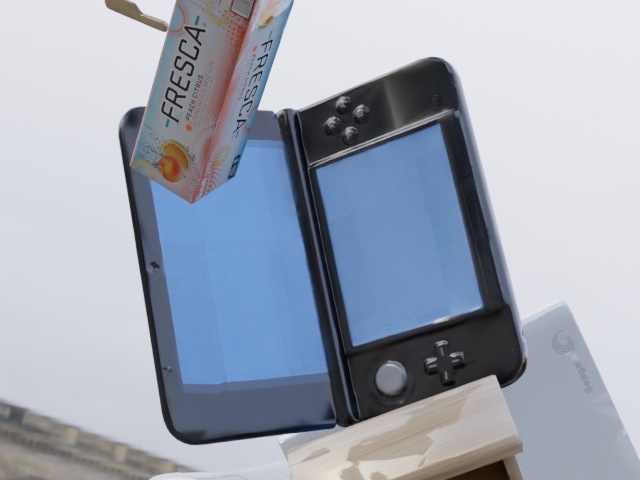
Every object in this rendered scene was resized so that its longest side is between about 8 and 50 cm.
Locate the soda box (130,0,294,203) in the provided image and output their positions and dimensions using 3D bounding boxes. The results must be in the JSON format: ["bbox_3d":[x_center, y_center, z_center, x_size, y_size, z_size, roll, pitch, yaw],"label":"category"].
[{"bbox_3d":[-0.072,-0.119,0.804,0.058,0.063,0.183,32,-55,14],"label":"soda box"}]

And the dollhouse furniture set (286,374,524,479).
[{"bbox_3d":[0.128,0.338,0.829,0.362,0.394,0.256,-21,-48,5],"label":"dollhouse furniture set"}]

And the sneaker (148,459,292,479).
[{"bbox_3d":[-0.084,0.316,1.432,0.262,0.121,0.099,6,-67,8],"label":"sneaker"}]

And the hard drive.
[{"bbox_3d":[0.139,0.214,1.135,0.307,0.203,0.040,-26,2,-6],"label":"hard drive"}]

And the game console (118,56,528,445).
[{"bbox_3d":[0.000,0.000,0.964,0.250,0.293,0.173,-20,-17,26],"label":"game console"}]

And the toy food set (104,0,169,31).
[{"bbox_3d":[-0.220,-0.355,1.418,0.132,0.038,0.192,29,-41,30],"label":"toy food set"}]
